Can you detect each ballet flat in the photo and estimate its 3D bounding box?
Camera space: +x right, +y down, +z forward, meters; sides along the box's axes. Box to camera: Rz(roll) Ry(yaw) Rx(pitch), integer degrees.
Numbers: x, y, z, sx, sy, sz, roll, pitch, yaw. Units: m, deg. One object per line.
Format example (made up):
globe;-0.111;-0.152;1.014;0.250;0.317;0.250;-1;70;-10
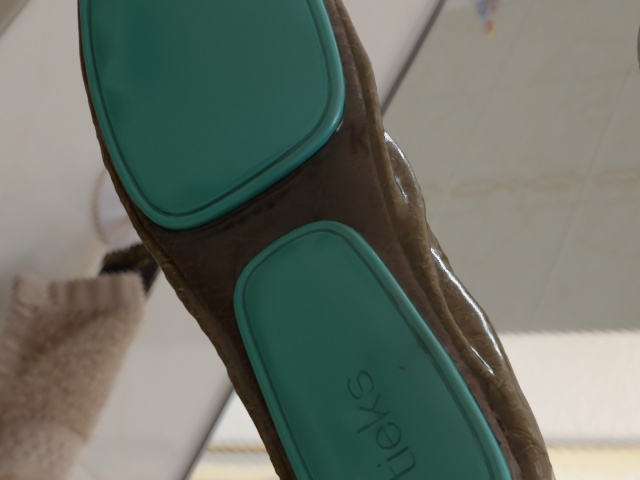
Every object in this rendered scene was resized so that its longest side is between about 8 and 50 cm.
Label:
ballet flat;0.000;0.000;0.616;0.116;0.342;0.124;-32;-28;6

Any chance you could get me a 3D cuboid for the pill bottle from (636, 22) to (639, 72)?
pill bottle;0.284;-0.109;0.936;0.119;0.119;0.208;44;1;-19
